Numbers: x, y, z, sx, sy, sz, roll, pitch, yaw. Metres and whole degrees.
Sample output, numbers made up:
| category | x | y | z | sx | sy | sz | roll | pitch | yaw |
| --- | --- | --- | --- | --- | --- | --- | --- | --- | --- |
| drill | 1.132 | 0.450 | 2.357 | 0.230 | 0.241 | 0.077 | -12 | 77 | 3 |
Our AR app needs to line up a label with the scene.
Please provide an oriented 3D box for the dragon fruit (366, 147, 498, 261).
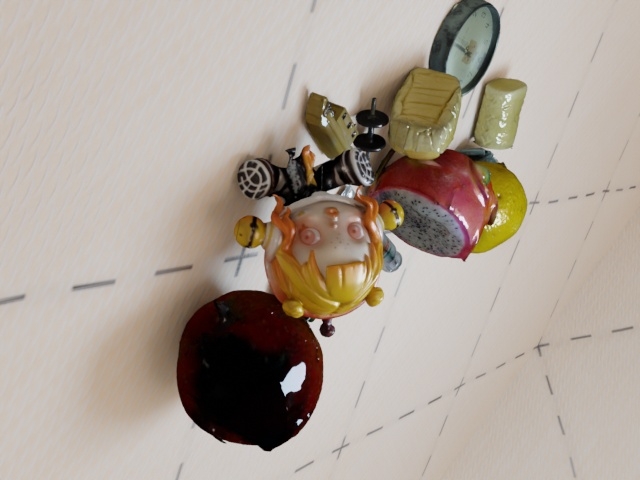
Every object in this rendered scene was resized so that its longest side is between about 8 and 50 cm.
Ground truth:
| category | x | y | z | sx | sy | sz | roll | pitch | yaw |
| --- | --- | --- | --- | --- | --- | --- | --- | --- | --- |
| dragon fruit | 0.265 | -0.102 | 1.903 | 0.189 | 0.290 | 0.290 | -57 | 150 | -18 |

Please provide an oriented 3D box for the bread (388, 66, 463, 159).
| category | x | y | z | sx | sy | sz | roll | pitch | yaw |
| --- | --- | --- | --- | --- | --- | --- | --- | --- | --- |
| bread | 0.218 | -0.261 | 1.790 | 0.236 | 0.140 | 0.106 | -65 | 164 | -45 |

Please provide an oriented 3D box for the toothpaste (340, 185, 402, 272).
| category | x | y | z | sx | sy | sz | roll | pitch | yaw |
| --- | --- | --- | --- | --- | --- | --- | --- | --- | --- |
| toothpaste | 0.102 | -0.015 | 1.949 | 0.100 | 0.066 | 0.323 | -57 | 144 | -7 |

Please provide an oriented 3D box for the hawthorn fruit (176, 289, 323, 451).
| category | x | y | z | sx | sy | sz | roll | pitch | yaw |
| --- | --- | --- | --- | --- | --- | --- | --- | --- | --- |
| hawthorn fruit | -0.128 | 0.244 | 1.589 | 0.316 | 0.316 | 0.316 | -36 | 142 | -35 |

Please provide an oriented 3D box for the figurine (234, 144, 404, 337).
| category | x | y | z | sx | sy | sz | roll | pitch | yaw |
| --- | --- | --- | --- | --- | --- | --- | --- | --- | --- |
| figurine | -0.002 | 0.000 | 1.552 | 0.320 | 0.323 | 0.196 | -6 | 160 | -18 |

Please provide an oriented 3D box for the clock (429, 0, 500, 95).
| category | x | y | z | sx | sy | sz | roll | pitch | yaw |
| --- | --- | --- | --- | --- | --- | --- | --- | --- | --- |
| clock | 0.328 | -0.432 | 1.933 | 0.226 | 0.049 | 0.226 | -38 | 144 | -35 |

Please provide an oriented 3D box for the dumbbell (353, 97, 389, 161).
| category | x | y | z | sx | sy | sz | roll | pitch | yaw |
| --- | --- | --- | --- | --- | --- | --- | --- | --- | --- |
| dumbbell | 0.103 | -0.224 | 1.756 | 0.069 | 0.069 | 0.147 | -32 | 140 | -38 |

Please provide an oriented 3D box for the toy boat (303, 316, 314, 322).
| category | x | y | z | sx | sy | sz | roll | pitch | yaw |
| --- | --- | --- | --- | --- | --- | --- | --- | --- | --- |
| toy boat | -0.054 | 0.140 | 1.852 | 0.104 | 0.052 | 0.210 | -40 | 145 | -27 |

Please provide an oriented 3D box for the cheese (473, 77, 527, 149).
| category | x | y | z | sx | sy | sz | roll | pitch | yaw |
| --- | --- | --- | --- | --- | --- | --- | --- | --- | --- |
| cheese | 0.456 | -0.319 | 2.172 | 0.123 | 0.094 | 0.167 | -16 | 128 | -35 |

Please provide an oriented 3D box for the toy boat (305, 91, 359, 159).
| category | x | y | z | sx | sy | sz | roll | pitch | yaw |
| --- | --- | --- | --- | --- | --- | --- | --- | --- | --- |
| toy boat | 0.024 | -0.220 | 1.658 | 0.077 | 0.057 | 0.200 | -58 | 149 | -13 |

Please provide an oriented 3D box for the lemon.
| category | x | y | z | sx | sy | sz | roll | pitch | yaw |
| --- | --- | --- | --- | --- | --- | --- | --- | --- | --- |
| lemon | 0.388 | -0.083 | 2.149 | 0.253 | 0.228 | 0.228 | -24 | 135 | -31 |

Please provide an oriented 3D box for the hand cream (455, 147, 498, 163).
| category | x | y | z | sx | sy | sz | roll | pitch | yaw |
| --- | --- | --- | --- | --- | --- | --- | --- | --- | --- |
| hand cream | 0.426 | -0.202 | 2.259 | 0.075 | 0.052 | 0.248 | -24 | 164 | 22 |
